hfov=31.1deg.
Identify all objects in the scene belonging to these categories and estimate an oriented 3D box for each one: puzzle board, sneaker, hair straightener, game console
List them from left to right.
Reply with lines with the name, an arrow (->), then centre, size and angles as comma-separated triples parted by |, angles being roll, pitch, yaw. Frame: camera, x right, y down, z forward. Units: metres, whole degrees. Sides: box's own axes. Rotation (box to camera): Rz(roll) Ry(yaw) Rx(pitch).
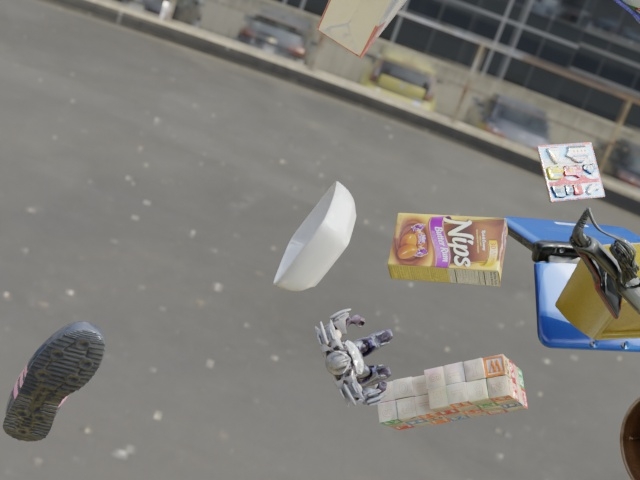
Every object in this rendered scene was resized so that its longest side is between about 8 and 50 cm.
sneaker -> -0.475, 0.221, 2.045 | 0.112, 0.319, 0.131 | 27, 36, -23
puzzle board -> 0.417, -0.114, 1.907 | 0.128, 0.096, 0.011 | -6, -10, -35
game console -> 0.492, 0.079, 2.141 | 0.293, 0.173, 0.250 | 5, 17, -21
hair straightener -> 0.363, 0.029, 1.371 | 0.089, 0.047, 0.230 | 1, -33, 32

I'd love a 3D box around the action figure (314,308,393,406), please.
action figure -> 0.070, 0.222, 2.178 | 0.099, 0.185, 0.285 | -14, -8, 14

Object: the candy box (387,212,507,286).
candy box -> 0.214, 0.014, 1.928 | 0.187, 0.053, 0.109 | 4, 56, 15

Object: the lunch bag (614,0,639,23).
lunch bag -> 0.322, -0.395, 0.972 | 0.328, 0.385, 0.239 | 28, 13, -30

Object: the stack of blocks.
stack of blocks -> 0.272, 0.327, 2.446 | 0.297, 0.087, 0.171 | -13, -22, 19

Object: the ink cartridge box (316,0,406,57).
ink cartridge box -> 0.082, -0.317, 1.318 | 0.067, 0.115, 0.198 | 34, 56, 2

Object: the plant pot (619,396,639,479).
plant pot -> 0.564, 0.300, 1.707 | 0.165, 0.167, 0.167 | 0, 25, -34

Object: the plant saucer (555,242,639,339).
plant saucer -> 0.563, 0.089, 1.825 | 0.333, 0.080, 0.333 | -2, -19, 2

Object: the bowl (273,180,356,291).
bowl -> 0.000, 0.000, 1.588 | 0.053, 0.142, 0.142 | 32, 30, -9
